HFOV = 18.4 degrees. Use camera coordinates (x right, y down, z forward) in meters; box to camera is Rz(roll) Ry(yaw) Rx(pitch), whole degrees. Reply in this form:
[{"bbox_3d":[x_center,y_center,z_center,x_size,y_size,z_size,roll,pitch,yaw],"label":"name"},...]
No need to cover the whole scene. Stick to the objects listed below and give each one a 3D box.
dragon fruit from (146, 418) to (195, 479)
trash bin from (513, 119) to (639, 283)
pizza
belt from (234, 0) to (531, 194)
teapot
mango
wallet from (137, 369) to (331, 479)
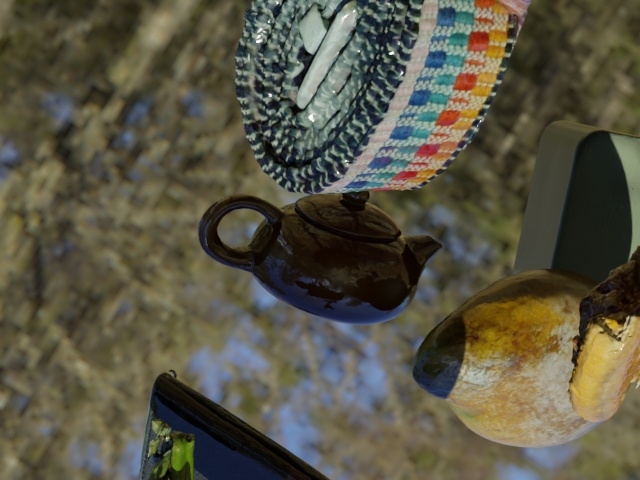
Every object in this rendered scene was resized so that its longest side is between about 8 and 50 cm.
[{"bbox_3d":[-0.110,0.257,1.525,0.135,0.235,0.137,-3,-168,-6],"label":"dragon fruit"},{"bbox_3d":[0.337,-0.024,2.317,0.158,0.222,0.343,12,-178,-1],"label":"trash bin"},{"bbox_3d":[0.268,0.052,1.702,0.069,0.194,0.154,25,150,18],"label":"pizza"},{"bbox_3d":[0.058,-0.176,1.711,0.160,0.295,0.207,-2,-142,-40],"label":"belt"},{"bbox_3d":[0.000,0.000,2.004,0.252,0.135,0.178,14,-170,-17],"label":"teapot"},{"bbox_3d":[0.201,0.113,1.948,0.316,0.192,0.146,13,-152,-51],"label":"mango"},{"bbox_3d":[-0.031,0.256,1.716,0.318,0.172,0.045,31,-143,25],"label":"wallet"}]
